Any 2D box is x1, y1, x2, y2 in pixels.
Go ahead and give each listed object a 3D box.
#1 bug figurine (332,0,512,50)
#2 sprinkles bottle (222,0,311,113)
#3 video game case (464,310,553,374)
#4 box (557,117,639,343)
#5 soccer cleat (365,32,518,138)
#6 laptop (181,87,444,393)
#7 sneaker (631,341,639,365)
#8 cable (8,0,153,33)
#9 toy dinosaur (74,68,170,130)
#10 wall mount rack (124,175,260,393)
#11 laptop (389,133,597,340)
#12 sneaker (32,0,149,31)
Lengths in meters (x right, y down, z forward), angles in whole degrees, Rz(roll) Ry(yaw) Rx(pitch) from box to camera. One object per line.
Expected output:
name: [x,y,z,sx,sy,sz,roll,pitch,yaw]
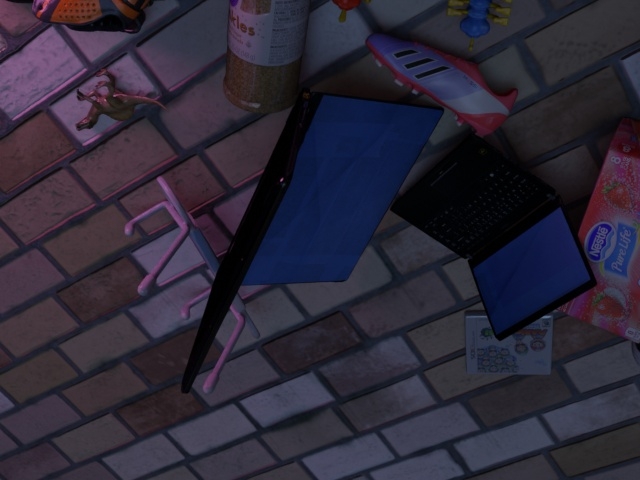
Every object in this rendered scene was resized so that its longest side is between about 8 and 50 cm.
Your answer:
bug figurine: [0.140,-0.393,1.158,0.279,0.072,0.216,14,118,5]
sprinkles bottle: [-0.068,-0.349,1.153,0.121,0.121,0.355,12,135,2]
video game case: [0.348,0.191,1.535,0.157,0.019,0.143,-2,123,10]
box: [0.482,-0.015,1.284,0.154,0.142,0.300,23,126,18]
soccer cleat: [0.182,-0.251,1.247,0.248,0.083,0.095,33,107,-13]
laptop: [0.000,0.000,1.225,0.236,0.408,0.382,22,123,-9]
sneaker: [0.714,0.149,1.352,0.366,0.137,0.210,5,141,11]
cable: [-0.371,-0.387,1.272,0.287,0.072,0.139,5,137,21]
toy dinosaur: [-0.336,-0.233,1.364,0.183,0.053,0.092,-10,136,24]
wall mount rack: [-0.218,0.078,1.390,0.130,0.304,0.350,-32,116,-7]
laptop: [0.263,0.003,1.320,0.264,0.136,0.234,32,139,-12]
sneaker: [-0.379,-0.403,1.152,0.321,0.124,0.180,34,105,9]
